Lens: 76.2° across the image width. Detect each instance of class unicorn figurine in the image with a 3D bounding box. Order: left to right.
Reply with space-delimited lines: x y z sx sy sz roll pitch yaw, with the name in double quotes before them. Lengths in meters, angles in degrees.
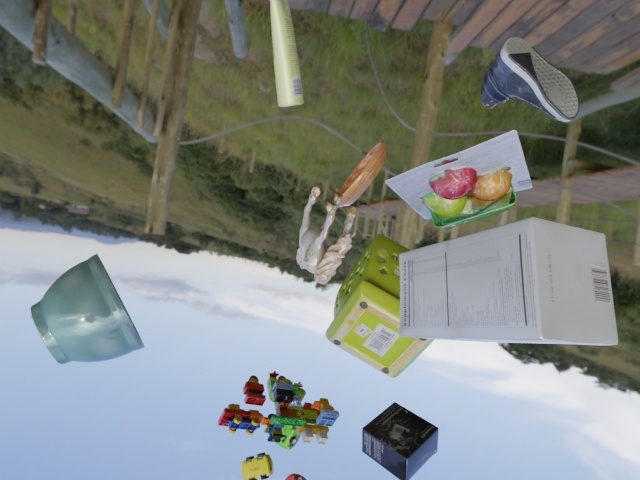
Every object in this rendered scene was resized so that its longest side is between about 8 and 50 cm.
"unicorn figurine" 0.000 0.000 0.468 0.060 0.111 0.162 18 -163 0

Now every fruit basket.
"fruit basket" 0.390 -0.166 1.127 0.327 0.165 0.353 -20 150 27

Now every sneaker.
"sneaker" 0.481 -0.343 0.964 0.226 0.086 0.163 52 167 7

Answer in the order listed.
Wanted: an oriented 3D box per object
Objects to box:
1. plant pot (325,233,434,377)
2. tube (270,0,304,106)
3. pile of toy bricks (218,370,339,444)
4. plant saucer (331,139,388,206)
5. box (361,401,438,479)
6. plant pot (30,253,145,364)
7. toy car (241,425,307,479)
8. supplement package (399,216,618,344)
"plant pot" 0.153 0.161 0.934 0.227 0.228 0.207 31 -144 2
"tube" -0.079 -0.423 0.900 0.062 0.240 0.070 -16 -155 -24
"pile of toy bricks" -0.069 0.285 0.738 0.212 0.118 0.105 19 -159 -25
"plant saucer" 0.101 -0.157 1.001 0.037 0.200 0.200 37 174 -7
"box" 0.228 0.571 1.169 0.156 0.093 0.158 -19 -155 -40
"plant pot" -0.633 0.208 1.098 0.196 0.293 0.293 -28 -164 -26
"toy car" -0.087 0.538 1.036 0.239 0.224 0.053 9 174 37
"supplement package" 0.233 0.069 0.561 0.134 0.139 0.244 9 166 -24
